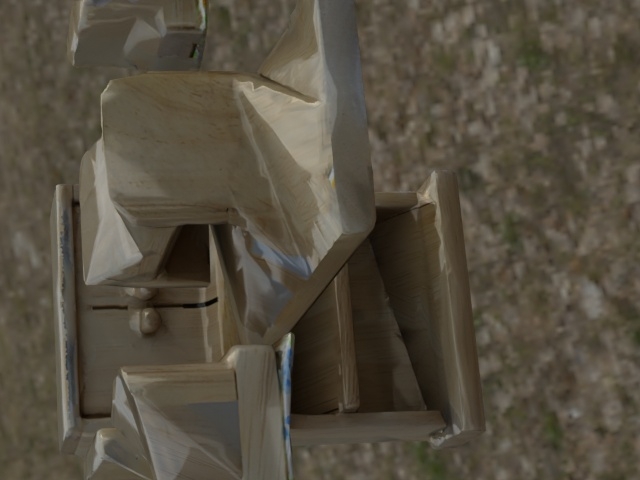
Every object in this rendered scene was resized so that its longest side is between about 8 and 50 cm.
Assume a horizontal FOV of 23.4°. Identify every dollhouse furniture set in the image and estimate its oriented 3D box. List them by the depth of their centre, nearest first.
[{"bbox_3d":[0.000,0.000,0.811,0.394,0.256,0.362,126,141,-68],"label":"dollhouse furniture set"}]
